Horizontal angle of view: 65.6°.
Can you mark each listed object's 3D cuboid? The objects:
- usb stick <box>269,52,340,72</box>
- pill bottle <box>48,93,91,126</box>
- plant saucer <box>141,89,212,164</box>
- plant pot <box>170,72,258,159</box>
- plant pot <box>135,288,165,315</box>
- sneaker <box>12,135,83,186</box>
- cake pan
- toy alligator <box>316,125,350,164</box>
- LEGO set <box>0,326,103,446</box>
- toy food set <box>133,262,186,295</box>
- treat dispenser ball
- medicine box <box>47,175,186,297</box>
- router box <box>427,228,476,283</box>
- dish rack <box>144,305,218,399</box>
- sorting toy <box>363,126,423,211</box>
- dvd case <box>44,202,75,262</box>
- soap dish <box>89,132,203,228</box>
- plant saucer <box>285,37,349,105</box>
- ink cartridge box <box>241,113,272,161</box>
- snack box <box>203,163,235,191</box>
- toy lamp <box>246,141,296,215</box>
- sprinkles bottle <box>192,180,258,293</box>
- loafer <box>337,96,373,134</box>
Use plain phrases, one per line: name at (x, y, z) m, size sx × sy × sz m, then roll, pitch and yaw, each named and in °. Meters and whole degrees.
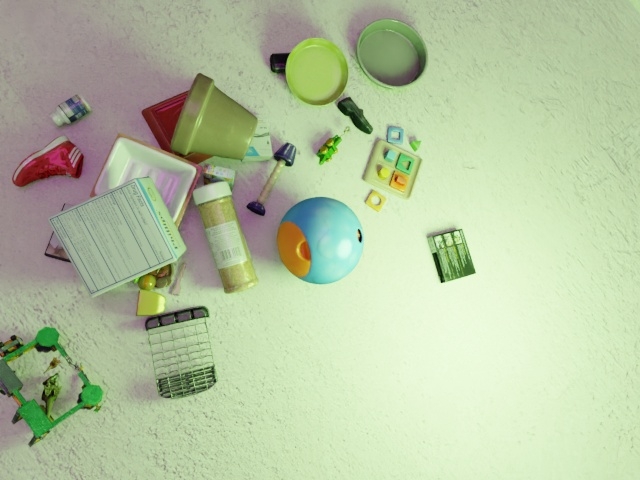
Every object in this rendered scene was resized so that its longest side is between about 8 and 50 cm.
usb stick at (-0.053, -0.672, 1.868) m, size 0.277 × 0.045 × 0.077 m, roll -8°, pitch 77°, yaw -13°
pill bottle at (-0.833, -0.430, 1.652) m, size 0.120 × 0.067 × 0.067 m, roll -38°, pitch 89°, yaw -15°
plant saucer at (-0.452, -0.403, 1.737) m, size 0.258 × 0.048 × 0.259 m, roll -29°, pitch 87°, yaw -15°
plant pot at (-0.334, -0.372, 1.611) m, size 0.229 × 0.263 × 0.263 m, roll 21°, pitch 76°, yaw -17°
plant pot at (-0.543, 0.202, 1.593) m, size 0.083 × 0.081 × 0.082 m, roll 7°, pitch 78°, yaw -23°
sneaker at (-0.864, -0.227, 1.600) m, size 0.128 × 0.087 × 0.221 m, roll 42°, pitch 76°, yaw 0°
cake pan at (0.275, -0.719, 1.939) m, size 0.292 × 0.054 × 0.294 m, roll 2°, pitch 79°, yaw -11°
toy alligator at (0.038, -0.354, 1.828) m, size 0.051 × 0.056 × 0.190 m, roll 25°, pitch 71°, yaw 36°
LEGO set at (-0.825, 0.438, 1.470) m, size 0.331 × 0.192 × 0.255 m, roll 46°, pitch 45°, yaw -4°
toy food set at (-0.546, 0.103, 1.628) m, size 0.191 × 0.038 × 0.133 m, roll 14°, pitch 77°, yaw -9°
treat dispenser ball at (0.000, 0.000, 1.631) m, size 0.287 × 0.288 × 0.289 m, roll 2°, pitch 79°, yaw -11°
medicine box at (-0.602, -0.016, 1.497) m, size 0.289 × 0.149 × 0.264 m, roll -24°, pitch 101°, yaw 1°
router box at (0.487, 0.057, 1.845) m, size 0.133 × 0.046 × 0.179 m, roll -13°, pitch 83°, yaw -14°
dish rack at (-0.440, 0.359, 1.589) m, size 0.208 × 0.074 × 0.272 m, roll -11°, pitch 84°, yaw -12°
sorting toy at (0.276, -0.267, 1.861) m, size 0.195 × 0.047 × 0.348 m, roll 22°, pitch 77°, yaw -7°
dvd case at (-0.736, -0.001, 1.612) m, size 0.252 × 0.022 × 0.181 m, roll 16°, pitch 77°, yaw -6°
soap dish at (-0.562, -0.189, 1.627) m, size 0.290 × 0.118 × 0.229 m, roll 22°, pitch 84°, yaw -7°
plant saucer at (-0.014, -0.620, 1.839) m, size 0.240 × 0.037 × 0.241 m, roll -3°, pitch 102°, yaw -15°
ink cartridge box at (-0.238, -0.374, 1.761) m, size 0.104 × 0.060 × 0.180 m, roll -6°, pitch 81°, yaw -22°
snack box at (-0.341, -0.210, 1.674) m, size 0.100 × 0.141 × 0.037 m, roll 11°, pitch 77°, yaw -9°
toy lamp at (-0.164, -0.220, 1.748) m, size 0.080 × 0.080 × 0.275 m, roll 27°, pitch 78°, yaw -6°
sprinkles bottle at (-0.310, -0.009, 1.627) m, size 0.121 × 0.121 × 0.356 m, roll -18°, pitch 94°, yaw -14°
loafer at (0.143, -0.472, 1.865) m, size 0.170 × 0.062 × 0.061 m, roll 47°, pitch 70°, yaw -2°
